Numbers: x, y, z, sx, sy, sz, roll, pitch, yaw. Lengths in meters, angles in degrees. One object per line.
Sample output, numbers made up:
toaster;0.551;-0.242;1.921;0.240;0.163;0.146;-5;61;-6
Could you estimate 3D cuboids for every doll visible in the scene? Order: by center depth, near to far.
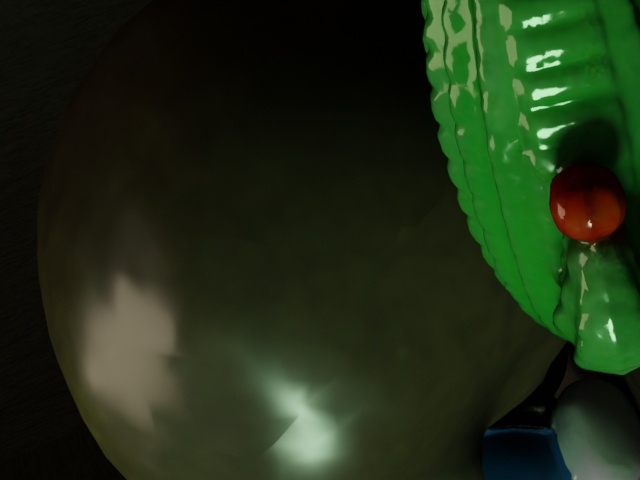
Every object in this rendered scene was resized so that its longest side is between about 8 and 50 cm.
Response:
doll;0.062;0.089;0.880;0.240;0.284;0.310;-57;37;36

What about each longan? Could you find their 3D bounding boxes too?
longan;-0.004;-0.002;0.614;0.297;0.297;0.297;156;90;-90

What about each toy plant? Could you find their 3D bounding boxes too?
toy plant;0.077;-0.071;0.425;0.154;0.088;0.240;-63;-41;-71
